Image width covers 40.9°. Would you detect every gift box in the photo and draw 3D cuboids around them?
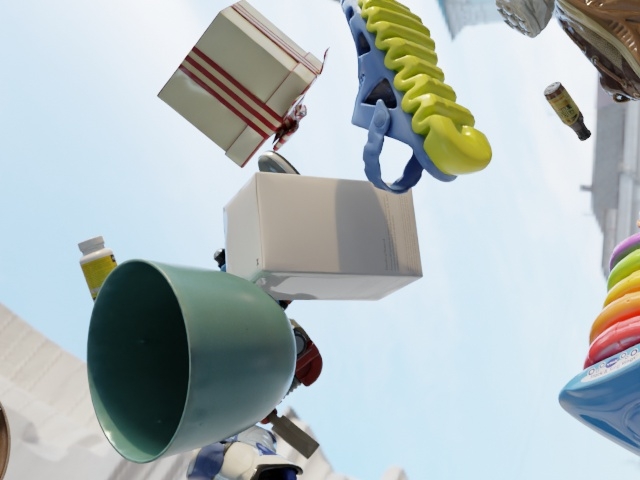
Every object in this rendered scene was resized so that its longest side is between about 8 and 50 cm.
[{"bbox_3d":[-0.133,-0.324,1.734,0.258,0.276,0.255,40,-153,-9],"label":"gift box"}]

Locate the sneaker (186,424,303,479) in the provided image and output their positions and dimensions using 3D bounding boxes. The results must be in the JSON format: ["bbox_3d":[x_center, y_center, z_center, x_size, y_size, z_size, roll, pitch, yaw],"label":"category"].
[{"bbox_3d":[-0.119,0.445,1.627,0.127,0.182,0.315,-64,-16,-3],"label":"sneaker"}]

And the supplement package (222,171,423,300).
[{"bbox_3d":[0.000,0.000,1.475,0.293,0.177,0.175,3,-109,-25],"label":"supplement package"}]

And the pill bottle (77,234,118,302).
[{"bbox_3d":[-0.398,0.053,1.556,0.065,0.065,0.116,-23,-86,-53],"label":"pill bottle"}]

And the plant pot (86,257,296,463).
[{"bbox_3d":[-0.182,0.175,1.307,0.235,0.293,0.292,2,-89,-43],"label":"plant pot"}]

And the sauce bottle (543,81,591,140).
[{"bbox_3d":[0.466,-0.239,1.608,0.128,0.042,0.042,45,-126,-23],"label":"sauce bottle"}]

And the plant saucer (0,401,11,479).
[{"bbox_3d":[-0.643,0.339,1.339,0.050,0.311,0.310,107,-171,-59],"label":"plant saucer"}]

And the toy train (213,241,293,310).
[{"bbox_3d":[-0.117,0.061,1.657,0.184,0.080,0.105,41,-82,-18],"label":"toy train"}]

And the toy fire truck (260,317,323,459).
[{"bbox_3d":[-0.073,0.322,1.846,0.217,0.158,0.246,-37,-66,-8],"label":"toy fire truck"}]

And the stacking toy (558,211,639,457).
[{"bbox_3d":[0.344,0.051,0.847,0.166,0.175,0.301,33,-133,-17],"label":"stacking toy"}]

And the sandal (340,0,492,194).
[{"bbox_3d":[0.082,-0.182,1.041,0.126,0.138,0.317,14,-133,-41],"label":"sandal"}]

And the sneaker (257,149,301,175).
[{"bbox_3d":[-0.106,-0.051,2.039,0.178,0.124,0.295,-41,-71,-34],"label":"sneaker"}]

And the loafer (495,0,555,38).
[{"bbox_3d":[0.342,-0.468,1.471,0.111,0.112,0.319,-53,-27,2],"label":"loafer"}]

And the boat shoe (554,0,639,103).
[{"bbox_3d":[0.458,-0.260,1.230,0.123,0.342,0.123,-34,-29,-13],"label":"boat shoe"}]
